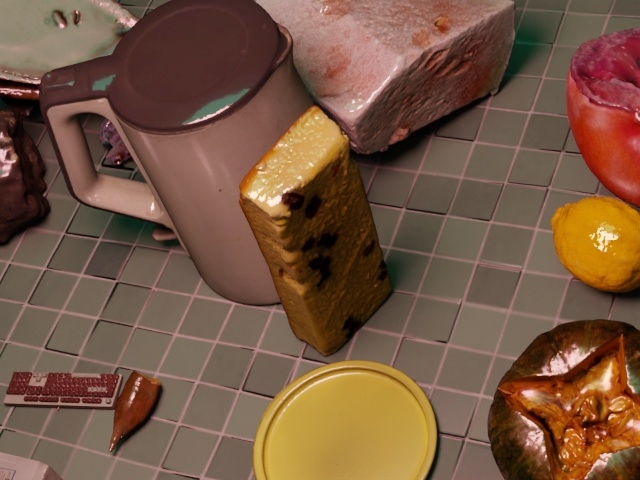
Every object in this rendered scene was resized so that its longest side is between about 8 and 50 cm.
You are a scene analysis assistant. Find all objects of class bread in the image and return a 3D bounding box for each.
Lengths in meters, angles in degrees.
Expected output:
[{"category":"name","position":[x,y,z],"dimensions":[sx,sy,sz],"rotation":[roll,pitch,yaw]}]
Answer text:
[{"category":"bread","position":[0.000,0.000,1.711],"dimensions":[0.077,0.361,0.138],"rotation":[37,72,29]}]

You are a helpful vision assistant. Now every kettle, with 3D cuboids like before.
[{"category":"kettle","position":[-0.160,-0.112,1.835],"dimensions":[0.361,0.377,0.250],"rotation":[-6,55,15]}]

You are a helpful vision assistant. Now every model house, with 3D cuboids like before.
[{"category":"model house","position":[-0.432,-0.268,2.131],"dimensions":[0.317,0.282,0.297],"rotation":[-36,81,-11]}]

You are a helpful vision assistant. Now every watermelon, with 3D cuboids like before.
[{"category":"watermelon","position":[0.068,-0.226,1.907],"dimensions":[0.387,0.228,0.258],"rotation":[0,39,7]}]

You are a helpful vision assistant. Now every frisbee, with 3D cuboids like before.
[{"category":"frisbee","position":[0.029,0.251,1.740],"dimensions":[0.236,0.017,0.236],"rotation":[-9,54,13]}]

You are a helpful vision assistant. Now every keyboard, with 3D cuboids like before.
[{"category":"keyboard","position":[-0.349,0.202,1.908],"dimensions":[0.166,0.017,0.055],"rotation":[-1,56,19]}]

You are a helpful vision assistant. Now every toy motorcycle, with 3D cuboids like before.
[{"category":"toy motorcycle","position":[-0.231,-0.175,2.099],"dimensions":[0.213,0.082,0.122],"rotation":[-27,52,14]}]

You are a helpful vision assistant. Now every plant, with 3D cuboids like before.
[{"category":"plant","position":[-0.548,-0.083,2.071],"dimensions":[0.276,0.188,0.199],"rotation":[-17,51,7]}]

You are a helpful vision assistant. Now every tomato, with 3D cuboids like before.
[{"category":"tomato","position":[0.471,-0.132,1.763],"dimensions":[0.335,0.176,0.289],"rotation":[23,41,29]}]

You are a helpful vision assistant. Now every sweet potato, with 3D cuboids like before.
[{"category":"sweet potato","position":[-0.247,0.223,1.839],"dimensions":[0.049,0.049,0.117],"rotation":[14,66,27]}]

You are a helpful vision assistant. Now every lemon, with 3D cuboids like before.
[{"category":"lemon","position":[0.348,0.002,1.741],"dimensions":[0.155,0.114,0.114],"rotation":[31,71,37]}]

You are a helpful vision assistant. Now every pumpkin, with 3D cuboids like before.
[{"category":"pumpkin","position":[0.307,0.208,1.584],"dimensions":[0.238,0.159,0.238],"rotation":[-4,76,16]}]

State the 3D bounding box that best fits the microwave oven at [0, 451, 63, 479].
[{"category":"microwave oven","position":[-0.410,0.376,1.740],"dimensions":[0.162,0.122,0.208],"rotation":[8,59,25]}]
